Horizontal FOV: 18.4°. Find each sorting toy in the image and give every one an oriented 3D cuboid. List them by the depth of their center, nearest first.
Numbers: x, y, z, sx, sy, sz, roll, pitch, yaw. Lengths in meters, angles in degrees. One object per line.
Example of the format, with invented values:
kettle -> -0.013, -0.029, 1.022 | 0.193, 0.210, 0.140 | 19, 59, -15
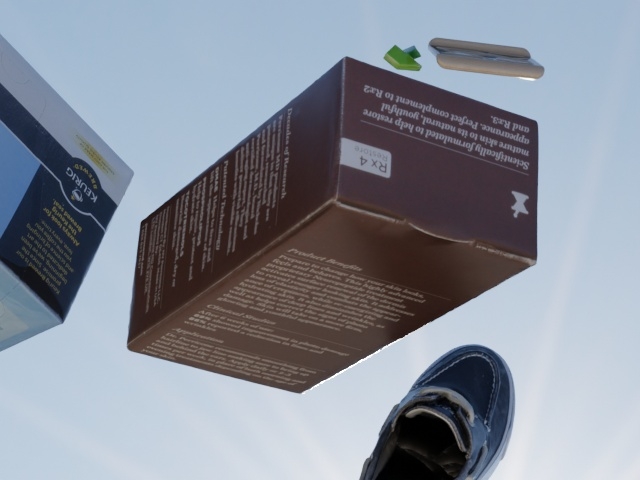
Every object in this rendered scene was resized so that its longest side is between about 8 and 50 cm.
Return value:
sorting toy -> 0.074, -0.096, 1.047 | 0.083, 0.062, 0.012 | 6, -75, -3

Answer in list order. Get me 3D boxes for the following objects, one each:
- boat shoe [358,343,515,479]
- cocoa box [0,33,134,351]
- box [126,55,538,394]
boat shoe -> 0.102, 0.180, 1.773 | 0.108, 0.301, 0.102 | 26, -45, 15
cocoa box -> -0.395, -0.069, 1.875 | 0.231, 0.228, 0.347 | -24, -58, 34
box -> 0.000, 0.000, 1.673 | 0.191, 0.143, 0.381 | 17, -26, -26
